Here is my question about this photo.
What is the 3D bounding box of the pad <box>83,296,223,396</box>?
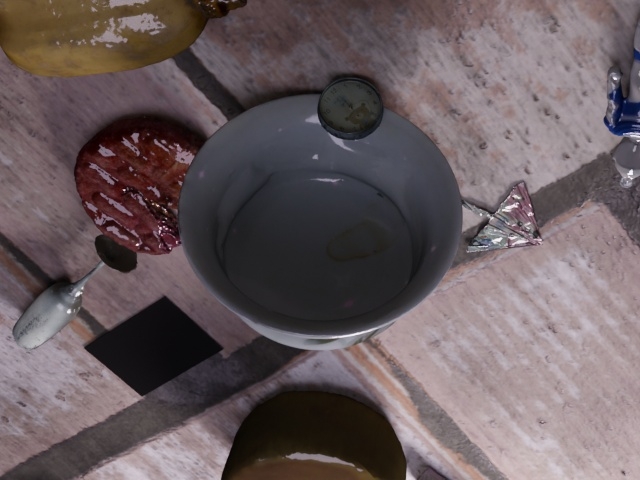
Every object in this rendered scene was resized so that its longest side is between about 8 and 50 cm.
[{"bbox_3d":[-0.258,0.166,2.007,0.190,0.004,0.127,-32,115,30],"label":"pad"}]

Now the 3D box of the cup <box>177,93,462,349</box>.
[{"bbox_3d":[0.000,0.000,1.644,0.347,0.347,0.163,9,150,5],"label":"cup"}]

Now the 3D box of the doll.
[{"bbox_3d":[0.392,-0.164,1.577,0.114,0.057,0.227,11,120,-4],"label":"doll"}]

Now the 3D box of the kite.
[{"bbox_3d":[0.232,-0.030,1.745,0.157,0.011,0.139,25,125,-9],"label":"kite"}]

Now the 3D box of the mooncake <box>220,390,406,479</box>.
[{"bbox_3d":[-0.009,0.368,2.012,0.284,0.155,0.284,5,126,7],"label":"mooncake"}]

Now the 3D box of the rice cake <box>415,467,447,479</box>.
[{"bbox_3d":[0.275,0.485,2.094,0.365,0.072,0.056,37,129,-16],"label":"rice cake"}]

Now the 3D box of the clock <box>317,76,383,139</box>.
[{"bbox_3d":[0.037,-0.166,1.634,0.085,0.085,0.017,10,157,4],"label":"clock"}]

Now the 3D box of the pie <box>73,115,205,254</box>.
[{"bbox_3d":[-0.232,-0.077,1.782,0.219,0.054,0.204,-24,119,29],"label":"pie"}]

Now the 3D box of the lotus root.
[{"bbox_3d":[-0.243,-0.288,1.558,0.343,0.151,0.169,-6,113,15],"label":"lotus root"}]

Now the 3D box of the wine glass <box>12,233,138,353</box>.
[{"bbox_3d":[-0.373,0.084,1.929,0.074,0.074,0.262,39,126,-18],"label":"wine glass"}]
